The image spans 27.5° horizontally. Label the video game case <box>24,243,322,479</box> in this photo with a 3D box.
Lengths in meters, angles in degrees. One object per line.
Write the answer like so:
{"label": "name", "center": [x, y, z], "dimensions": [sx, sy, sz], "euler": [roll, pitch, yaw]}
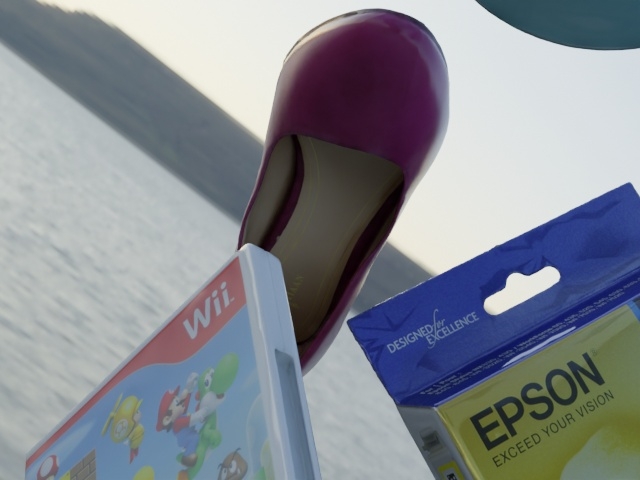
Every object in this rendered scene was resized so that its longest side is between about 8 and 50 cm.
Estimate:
{"label": "video game case", "center": [-0.075, 0.159, 0.613], "dimensions": [0.025, 0.204, 0.285], "euler": [31, 29, -32]}

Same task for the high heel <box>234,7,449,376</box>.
{"label": "high heel", "center": [0.000, 0.000, 0.925], "dimensions": [0.127, 0.181, 0.377], "euler": [16, -29, 0]}

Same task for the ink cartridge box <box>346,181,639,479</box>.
{"label": "ink cartridge box", "center": [0.220, 0.128, 0.968], "dimensions": [0.307, 0.303, 0.072], "euler": [62, -28, 7]}

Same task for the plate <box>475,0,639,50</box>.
{"label": "plate", "center": [0.128, -0.177, 0.566], "dimensions": [0.188, 0.188, 0.024], "euler": [37, 14, 11]}
